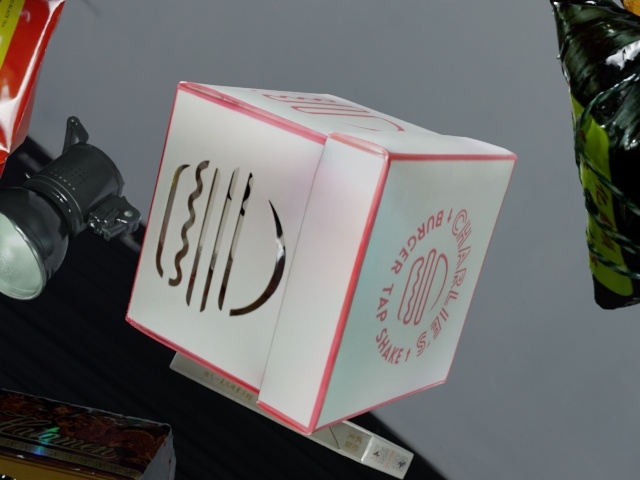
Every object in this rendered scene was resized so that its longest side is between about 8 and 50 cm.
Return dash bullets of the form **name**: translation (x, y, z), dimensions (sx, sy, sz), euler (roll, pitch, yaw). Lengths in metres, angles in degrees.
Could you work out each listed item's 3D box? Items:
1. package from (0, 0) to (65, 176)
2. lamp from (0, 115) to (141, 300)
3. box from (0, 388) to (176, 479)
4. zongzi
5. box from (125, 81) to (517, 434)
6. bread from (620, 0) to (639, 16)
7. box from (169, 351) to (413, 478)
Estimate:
- **package**: translation (-0.489, -0.318, 1.536), dimensions (0.424, 0.196, 0.123), euler (-71, 20, 2)
- **lamp**: translation (-0.336, -0.042, 1.356), dimensions (0.227, 0.172, 0.147), euler (-47, -14, -42)
- **box**: translation (-0.333, 0.300, 1.012), dimensions (0.415, 0.264, 0.116), euler (-56, -27, -64)
- **zongzi**: translation (0.380, -0.058, 1.022), dimensions (0.319, 0.383, 0.362), euler (-32, 30, 13)
- **box**: translation (0.000, 0.000, 1.222), dimensions (0.312, 0.300, 0.314), euler (-7, -63, -56)
- **bread**: translation (0.467, -0.408, 1.418), dimensions (0.095, 0.139, 0.269), euler (7, 49, 37)
- **box**: translation (-0.045, 0.271, 1.649), dimensions (0.051, 0.365, 0.204), euler (-64, -28, -8)
